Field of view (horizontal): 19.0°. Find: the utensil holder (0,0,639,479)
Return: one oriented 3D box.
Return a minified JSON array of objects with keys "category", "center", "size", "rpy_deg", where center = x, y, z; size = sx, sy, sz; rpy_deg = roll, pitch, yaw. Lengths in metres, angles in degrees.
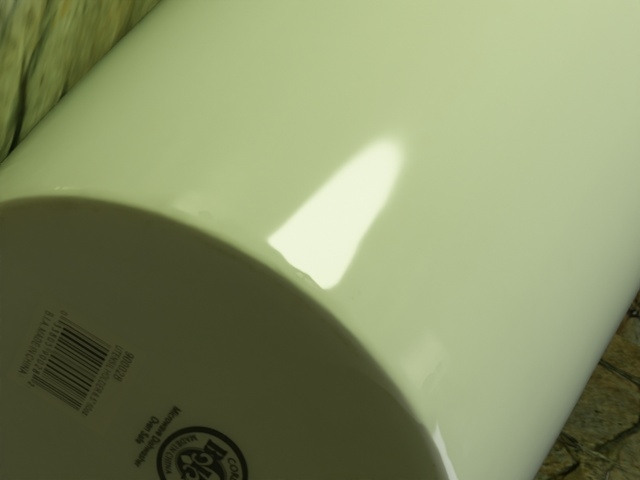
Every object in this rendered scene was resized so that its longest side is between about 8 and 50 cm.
[{"category":"utensil holder","center":[0.009,0.001,1.025],"size":[0.385,0.327,0.328],"rpy_deg":[-54,169,-46]}]
